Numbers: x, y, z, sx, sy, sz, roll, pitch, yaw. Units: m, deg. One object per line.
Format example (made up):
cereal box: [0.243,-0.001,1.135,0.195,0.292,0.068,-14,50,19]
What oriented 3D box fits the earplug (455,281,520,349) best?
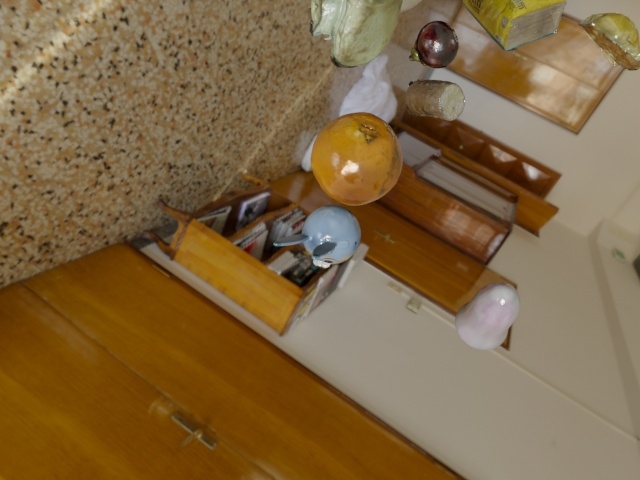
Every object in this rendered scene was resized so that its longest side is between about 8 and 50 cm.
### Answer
earplug: [0.529,0.216,1.440,0.172,0.172,0.301,-53,162,-20]

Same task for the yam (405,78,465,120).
yam: [0.242,-0.299,0.996,0.084,0.084,0.127,-58,-150,2]

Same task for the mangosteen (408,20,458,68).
mangosteen: [0.201,-0.338,0.820,0.081,0.081,0.081,-54,167,-18]

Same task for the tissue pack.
tissue pack: [0.577,-0.727,1.424,0.192,0.270,0.134,-21,149,-5]

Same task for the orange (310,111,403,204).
orange: [0.120,-0.268,1.569,0.312,0.312,0.312,-54,167,-18]

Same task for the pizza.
pizza: [0.762,-0.504,1.175,0.080,0.188,0.204,-46,-169,24]

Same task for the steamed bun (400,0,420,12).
steamed bun: [0.223,-0.867,1.393,0.375,0.241,0.374,-21,127,-31]

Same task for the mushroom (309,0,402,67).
mushroom: [0.089,-0.514,0.982,0.190,0.164,0.266,-3,95,-31]

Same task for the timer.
timer: [0.006,0.012,1.222,0.255,0.175,0.175,-50,166,-42]
